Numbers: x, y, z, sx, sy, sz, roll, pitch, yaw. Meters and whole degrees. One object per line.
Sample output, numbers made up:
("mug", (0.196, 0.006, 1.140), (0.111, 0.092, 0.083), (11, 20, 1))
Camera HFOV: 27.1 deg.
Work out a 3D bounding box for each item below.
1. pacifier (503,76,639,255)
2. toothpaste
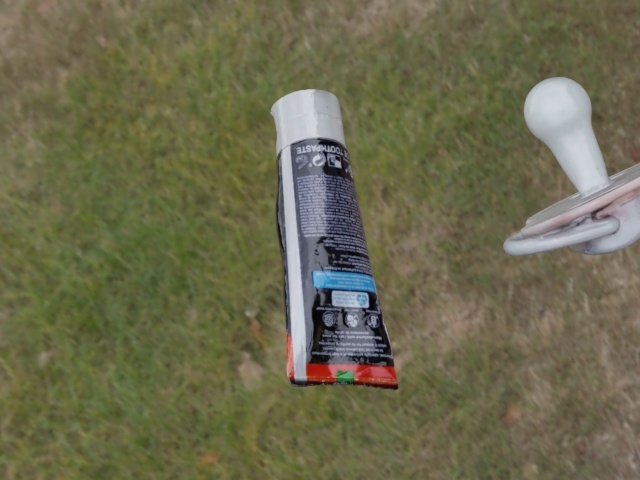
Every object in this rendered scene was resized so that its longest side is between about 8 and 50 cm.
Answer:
("pacifier", (0.108, -0.031, 0.568), (0.081, 0.099, 0.078), (-24, 92, 12))
("toothpaste", (0.000, 0.000, 0.808), (0.045, 0.071, 0.193), (132, 135, -53))
